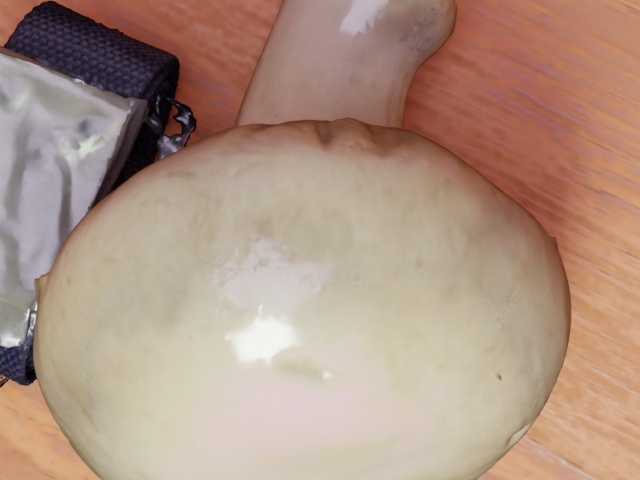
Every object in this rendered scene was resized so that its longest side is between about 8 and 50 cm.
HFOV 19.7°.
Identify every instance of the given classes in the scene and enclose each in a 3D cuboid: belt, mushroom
[{"bbox_3d":[-0.169,-0.026,1.169,0.126,0.139,0.230,26,95,7],"label":"belt"},{"bbox_3d":[0.014,0.030,1.077,0.356,0.315,0.315,-43,87,-7],"label":"mushroom"}]

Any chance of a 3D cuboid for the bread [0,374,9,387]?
[{"bbox_3d":[-0.297,0.113,1.196,0.160,0.140,0.169,14,99,18],"label":"bread"}]
